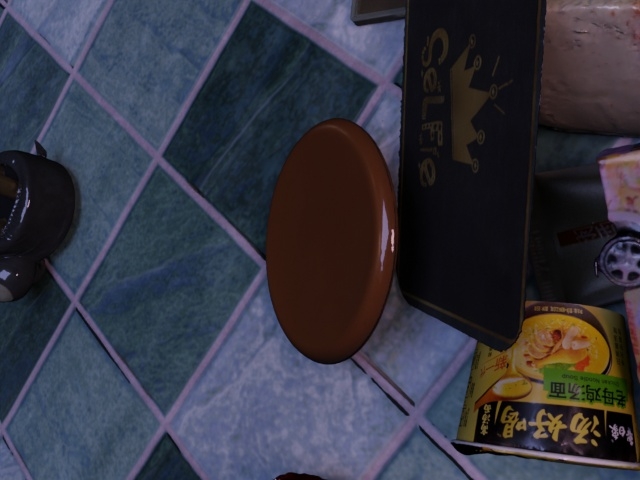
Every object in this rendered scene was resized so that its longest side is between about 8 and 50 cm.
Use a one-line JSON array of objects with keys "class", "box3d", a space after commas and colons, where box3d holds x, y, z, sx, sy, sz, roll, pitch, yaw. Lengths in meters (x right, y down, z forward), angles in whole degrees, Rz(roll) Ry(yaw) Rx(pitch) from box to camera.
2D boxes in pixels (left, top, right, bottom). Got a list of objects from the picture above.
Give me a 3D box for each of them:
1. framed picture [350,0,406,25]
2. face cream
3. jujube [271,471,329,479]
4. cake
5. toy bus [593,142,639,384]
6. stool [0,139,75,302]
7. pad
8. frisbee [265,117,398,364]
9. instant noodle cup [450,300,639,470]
[{"class": "framed picture", "box3d": [0.107, -0.341, 0.762, 0.150, 0.015, 0.203, 1, 84, 34]}, {"class": "face cream", "box3d": [0.321, -0.030, 0.542, 0.341, 0.084, 0.138, -16, 85, 37]}, {"class": "jujube", "box3d": [-0.067, 0.391, 0.679, 0.216, 0.216, 0.342, 34, 90, 32]}, {"class": "cake", "box3d": [0.242, -0.231, 0.569, 0.158, 0.159, 0.262, 10, 87, 38]}, {"class": "toy bus", "box3d": [0.274, 0.060, 0.505, 0.112, 0.090, 0.274, -10, 97, 32]}, {"class": "stool", "box3d": [-0.450, -0.033, 1.019, 0.153, 0.139, 0.228, -21, 69, 31]}, {"class": "pad", "box3d": [0.081, -0.115, 0.623, 0.315, 0.063, 0.376, -157, 68, -73]}, {"class": "frisbee", "box3d": [0.000, 0.000, 0.719, 0.250, 0.021, 0.251, -14, 74, 59]}, {"class": "instant noodle cup", "box3d": [0.185, 0.118, 0.572, 0.151, 0.151, 0.122, -3, 75, 34]}]
